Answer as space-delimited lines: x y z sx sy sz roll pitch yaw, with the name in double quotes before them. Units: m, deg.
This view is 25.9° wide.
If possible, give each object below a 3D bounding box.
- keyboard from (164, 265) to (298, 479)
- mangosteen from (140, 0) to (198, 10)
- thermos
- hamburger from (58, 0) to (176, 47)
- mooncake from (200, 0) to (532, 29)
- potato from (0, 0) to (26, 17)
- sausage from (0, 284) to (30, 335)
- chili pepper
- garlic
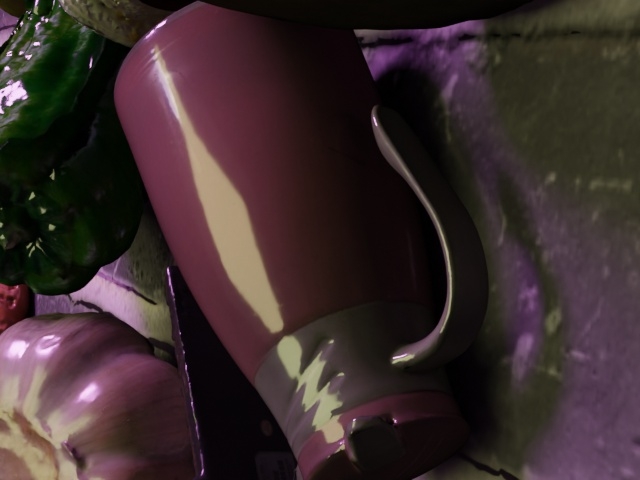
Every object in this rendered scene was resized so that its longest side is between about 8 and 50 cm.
"keyboard" -0.031 0.152 0.810 0.027 0.106 0.317 123 143 -46
"mangosteen" -0.104 -0.236 1.027 0.140 0.140 0.140 -176 90 -65
"thermos" 0.000 0.000 0.741 0.176 0.146 0.265 -48 53 39
"hamburger" -0.157 -0.220 1.105 0.062 0.133 0.140 -48 52 41
"mooncake" -0.007 -0.206 0.613 0.290 0.290 0.161 -8 71 64
"potato" -0.278 -0.322 1.328 0.248 0.169 0.143 126 150 -45
"sausage" -0.398 0.000 1.642 0.327 0.079 0.087 59 137 48
"chili pepper" -0.216 -0.098 1.175 0.385 0.213 0.167 -88 -27 -53
"garlic" -0.181 0.160 1.066 0.228 0.152 0.228 -3 85 32
